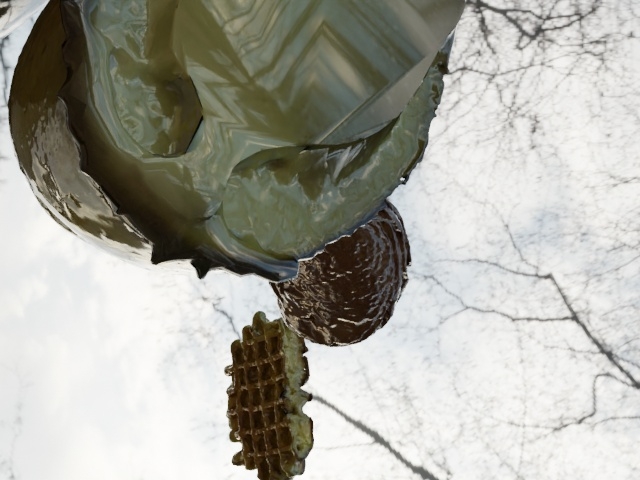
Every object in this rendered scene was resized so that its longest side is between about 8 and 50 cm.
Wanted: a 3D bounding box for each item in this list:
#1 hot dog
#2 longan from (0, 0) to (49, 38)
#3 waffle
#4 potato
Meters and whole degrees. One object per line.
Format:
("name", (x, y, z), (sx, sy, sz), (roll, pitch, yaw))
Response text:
("hot dog", (0.000, 0.000, 0.925), (0.196, 0.122, 0.272), (21, -37, 31))
("longan", (-0.303, -0.287, 0.522), (0.404, 0.404, 0.336), (-12, -51, 49))
("waffle", (-0.088, 0.286, 1.445), (0.283, 0.065, 0.309), (42, -59, 45))
("potato", (-0.069, -0.093, 0.489), (0.242, 0.285, 0.242), (22, -28, 12))
